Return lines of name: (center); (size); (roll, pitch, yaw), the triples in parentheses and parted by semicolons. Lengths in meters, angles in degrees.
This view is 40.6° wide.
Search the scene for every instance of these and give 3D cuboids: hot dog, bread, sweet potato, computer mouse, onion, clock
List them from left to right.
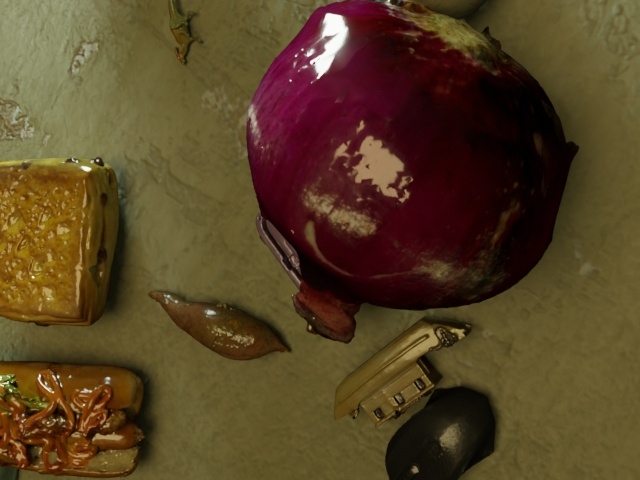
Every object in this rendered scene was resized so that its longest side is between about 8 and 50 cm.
hot dog: (-0.411, 0.247, 1.203); (0.348, 0.117, 0.158); (3, 94, 11)
bread: (-0.378, 0.002, 1.217); (0.210, 0.099, 0.235); (1, 88, 22)
sweet potato: (-0.147, 0.109, 1.135); (0.226, 0.068, 0.068); (19, 101, 23)
clock: (0.000, 0.000, 1.069); (0.110, 0.050, 0.153); (-41, 77, 21)
onion: (0.066, -0.040, 0.894); (0.347, 0.347, 0.385); (35, 119, 18)
computer mouse: (0.136, 0.245, 1.019); (0.099, 0.057, 0.172); (45, 110, 18)

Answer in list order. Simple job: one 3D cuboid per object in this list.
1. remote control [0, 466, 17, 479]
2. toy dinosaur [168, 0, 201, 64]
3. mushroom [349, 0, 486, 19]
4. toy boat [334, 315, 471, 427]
remote control: (-0.510, 0.311, 1.318); (0.104, 0.052, 0.247); (11, 96, 19)
toy dinosaur: (-0.184, -0.291, 1.145); (0.041, 0.026, 0.113); (2, 104, 41)
mushroom: (0.075, -0.352, 0.941); (0.195, 0.189, 0.254); (-37, 75, 19)
toy boat: (0.098, 0.159, 1.033); (0.200, 0.057, 0.077); (-41, 82, 20)
